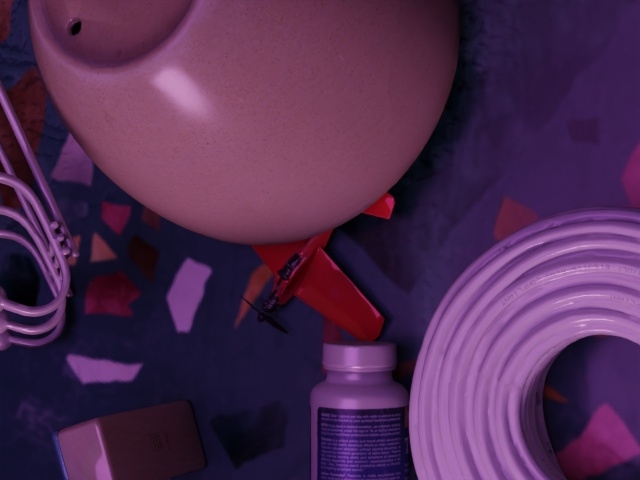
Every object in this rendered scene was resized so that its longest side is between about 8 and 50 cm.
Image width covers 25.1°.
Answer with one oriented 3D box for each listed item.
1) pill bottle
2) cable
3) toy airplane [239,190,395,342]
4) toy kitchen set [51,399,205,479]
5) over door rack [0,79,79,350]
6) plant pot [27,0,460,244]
[{"bbox_3d":[0.026,0.128,0.957,0.067,0.067,0.120,0,90,25],"label":"pill bottle"},{"bbox_3d":[0.179,0.108,0.874,0.257,0.089,0.257,35,104,21],"label":"cable"},{"bbox_3d":[0.000,0.000,0.991,0.151,0.028,0.151,0,90,25],"label":"toy airplane"},{"bbox_3d":[-0.162,0.238,1.013,0.166,0.122,0.207,-20,81,23],"label":"toy kitchen set"},{"bbox_3d":[-0.250,-0.088,0.992,0.108,0.239,0.324,-13,84,-13],"label":"over door rack"},{"bbox_3d":[-0.076,-0.147,0.922,0.284,0.191,0.284,-3,82,26],"label":"plant pot"}]
